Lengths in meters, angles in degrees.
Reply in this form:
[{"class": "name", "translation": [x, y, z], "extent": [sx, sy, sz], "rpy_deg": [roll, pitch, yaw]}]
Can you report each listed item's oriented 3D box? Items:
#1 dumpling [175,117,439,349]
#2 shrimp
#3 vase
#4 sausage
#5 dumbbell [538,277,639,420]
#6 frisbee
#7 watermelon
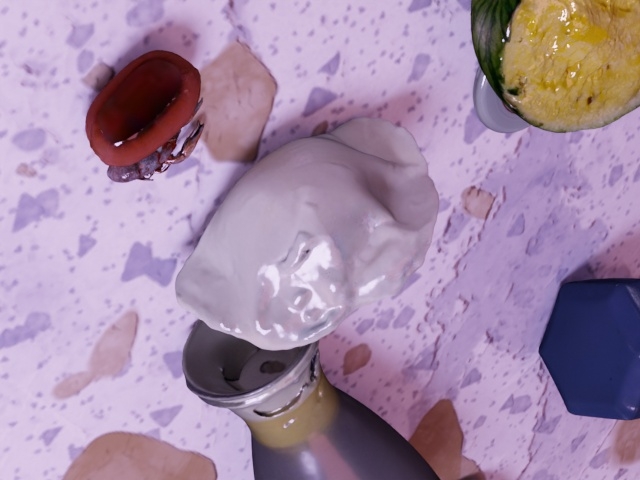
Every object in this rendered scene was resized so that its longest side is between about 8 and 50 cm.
[{"class": "dumpling", "translation": [0.000, 0.000, 1.093], "extent": [0.229, 0.151, 0.124], "rpy_deg": [-42, 155, -10]}, {"class": "shrimp", "translation": [-0.116, -0.069, 1.038], "extent": [0.092, 0.029, 0.038], "rpy_deg": [-42, 135, -12]}, {"class": "vase", "translation": [0.001, 0.186, 1.221], "extent": [0.173, 0.173, 0.321], "rpy_deg": [-36, 129, -13]}, {"class": "sausage", "translation": [-0.125, -0.093, 0.994], "extent": [0.094, 0.059, 0.054], "rpy_deg": [-45, 172, -5]}, {"class": "dumbbell", "translation": [0.382, 0.101, 1.465], "extent": [0.316, 0.143, 0.156], "rpy_deg": [-4, 121, -37]}, {"class": "frisbee", "translation": [0.179, -0.143, 1.229], "extent": [0.110, 0.014, 0.110], "rpy_deg": [-20, 129, -27]}, {"class": "watermelon", "translation": [0.210, -0.196, 1.134], "extent": [0.232, 0.127, 0.204], "rpy_deg": [-9, 123, -32]}]
